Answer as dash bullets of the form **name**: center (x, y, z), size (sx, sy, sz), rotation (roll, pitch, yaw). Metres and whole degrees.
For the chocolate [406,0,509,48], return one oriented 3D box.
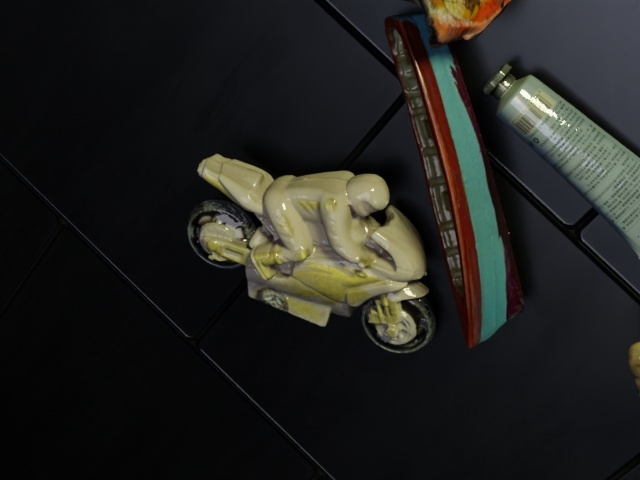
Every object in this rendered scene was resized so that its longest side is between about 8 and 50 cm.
- **chocolate**: center (0.109, -0.311, 1.184), size (0.147, 0.221, 0.221), rotation (7, 114, 47)

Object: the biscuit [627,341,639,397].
- **biscuit**: center (0.510, 0.164, 1.210), size (0.324, 0.044, 0.217), rotation (-11, 126, 28)

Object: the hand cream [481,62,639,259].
- **hand cream**: center (0.290, -0.089, 1.242), size (0.271, 0.058, 0.091), rotation (41, 109, 1)

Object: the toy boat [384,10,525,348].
- **toy boat**: center (0.151, -0.068, 1.283), size (0.079, 0.136, 0.392), rotation (-18, 103, -3)

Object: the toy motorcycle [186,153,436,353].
- **toy motorcycle**: center (0.000, 0.000, 1.372), size (0.340, 0.108, 0.223), rotation (23, 126, 7)
